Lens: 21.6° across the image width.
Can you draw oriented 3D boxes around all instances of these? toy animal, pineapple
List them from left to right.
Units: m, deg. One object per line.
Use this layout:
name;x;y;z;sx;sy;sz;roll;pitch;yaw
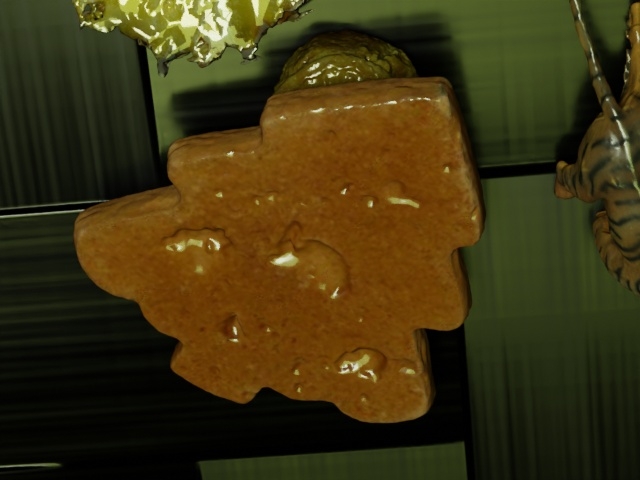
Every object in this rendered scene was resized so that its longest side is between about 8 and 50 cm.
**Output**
pineapple;-0.089;-0.209;1.088;0.221;0.047;0.221;1;105;4
toy animal;0.199;-0.058;1.082;0.114;0.116;0.255;-26;105;10

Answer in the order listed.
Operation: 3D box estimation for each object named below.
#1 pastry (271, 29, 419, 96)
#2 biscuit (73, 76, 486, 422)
pastry;0.015;-0.088;1.115;0.109;0.057;0.097;-36;109;16
biscuit;0.000;0.000;1.115;0.284;0.043;0.306;30;125;-14
